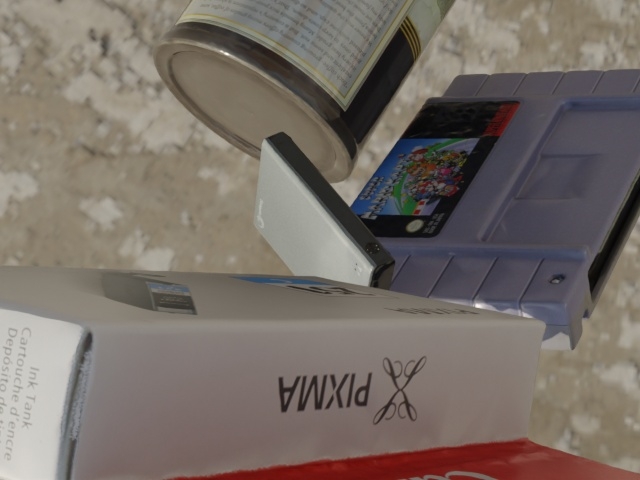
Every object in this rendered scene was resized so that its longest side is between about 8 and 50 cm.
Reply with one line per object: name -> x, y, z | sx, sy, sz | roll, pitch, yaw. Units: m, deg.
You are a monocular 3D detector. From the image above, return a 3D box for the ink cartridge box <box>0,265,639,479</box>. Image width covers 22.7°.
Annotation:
ink cartridge box -> 0.007, 0.062, 0.620 | 0.261, 0.296, 0.066 | 11, 95, 37

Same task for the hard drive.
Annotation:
hard drive -> 0.000, 0.000, 1.117 | 0.135, 0.022, 0.094 | 51, 151, 30

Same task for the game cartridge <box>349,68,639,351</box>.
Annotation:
game cartridge -> 0.151, -0.040, 1.319 | 0.230, 0.355, 0.068 | 5, 126, 26

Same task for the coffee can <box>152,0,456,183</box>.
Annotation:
coffee can -> 0.009, -0.219, 1.415 | 0.201, 0.275, 0.201 | 29, 163, 10
